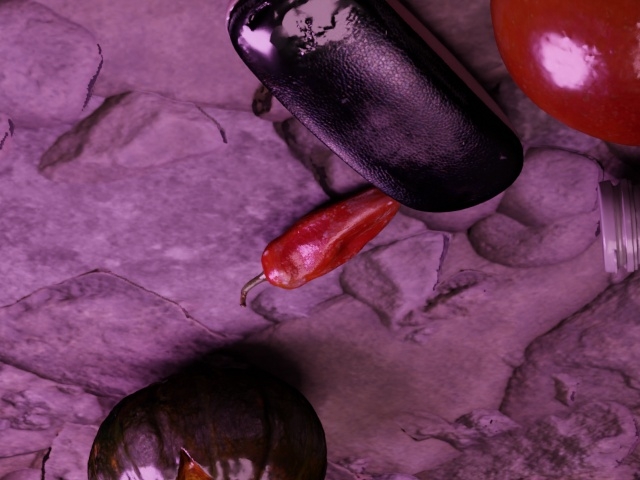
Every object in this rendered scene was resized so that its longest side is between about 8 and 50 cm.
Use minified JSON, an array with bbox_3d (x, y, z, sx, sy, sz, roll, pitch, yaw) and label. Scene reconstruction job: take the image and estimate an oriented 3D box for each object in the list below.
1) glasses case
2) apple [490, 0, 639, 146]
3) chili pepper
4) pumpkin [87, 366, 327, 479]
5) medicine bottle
[{"bbox_3d":[0.049,-0.118,1.490,0.122,0.075,0.314,-27,137,25],"label":"glasses case"},{"bbox_3d":[0.227,-0.176,1.314,0.218,0.218,0.201,6,135,-11],"label":"apple"},{"bbox_3d":[-0.001,-0.001,1.663,0.191,0.050,0.059,-32,132,16],"label":"chili pepper"},{"bbox_3d":[-0.112,0.214,1.850,0.238,0.159,0.238,-6,150,-4],"label":"pumpkin"},{"bbox_3d":[0.337,-0.019,1.610,0.191,0.107,0.107,-4,143,7],"label":"medicine bottle"}]
